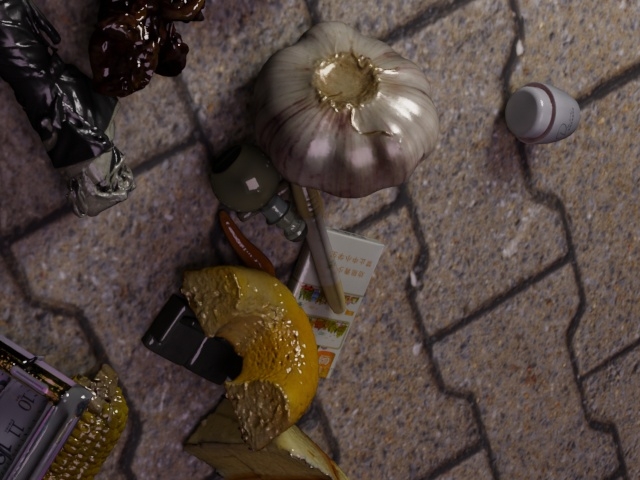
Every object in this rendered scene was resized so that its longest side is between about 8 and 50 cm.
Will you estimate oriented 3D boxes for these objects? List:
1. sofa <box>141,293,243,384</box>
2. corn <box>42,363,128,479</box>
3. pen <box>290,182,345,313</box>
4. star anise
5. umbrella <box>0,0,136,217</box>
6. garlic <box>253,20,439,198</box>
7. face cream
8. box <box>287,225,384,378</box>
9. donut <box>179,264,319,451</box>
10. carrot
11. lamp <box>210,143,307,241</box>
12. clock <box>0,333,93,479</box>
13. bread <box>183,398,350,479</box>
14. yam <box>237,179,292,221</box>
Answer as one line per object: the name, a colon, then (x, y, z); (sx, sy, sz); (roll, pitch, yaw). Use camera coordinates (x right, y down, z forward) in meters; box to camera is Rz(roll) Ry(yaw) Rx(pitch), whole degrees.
sofa: (-0.163, 0.147, 1.645); (0.147, 0.060, 0.085); (34, 93, -36)
corn: (-0.359, 0.303, 1.572); (0.119, 0.119, 0.322); (32, 93, -35)
pen: (0.000, 0.000, 1.657); (0.040, 0.032, 0.233); (-38, 123, -35)
star anise: (-0.202, -0.275, 1.375); (0.190, 0.125, 0.220); (-38, 136, -39)
umbrella: (-0.318, -0.188, 1.381); (0.106, 0.113, 0.358); (-22, 123, 6)
garlic: (0.034, -0.142, 1.564); (0.245, 0.245, 0.253); (-32, 156, -14)
face cream: (0.327, -0.186, 1.753); (0.095, 0.091, 0.091); (1, 111, -39)
box: (0.001, 0.091, 1.730); (0.122, 0.032, 0.220); (15, 103, -34)
donut: (-0.076, 0.136, 1.616); (0.152, 0.101, 0.259); (-20, 84, -55)
carrot: (-0.100, 0.015, 1.639); (0.035, 0.035, 0.142); (-40, 122, -8)
lamp: (-0.073, -0.055, 1.582); (0.091, 0.091, 0.163); (-46, 121, -4)
clock: (-0.416, 0.240, 1.476); (0.186, 0.083, 0.253); (33, 94, 2)
bread: (-0.054, 0.343, 1.722); (0.135, 0.178, 0.240); (-47, 127, -5)
yam: (-0.064, -0.061, 1.632); (0.116, 0.021, 0.021); (-34, 124, -13)
